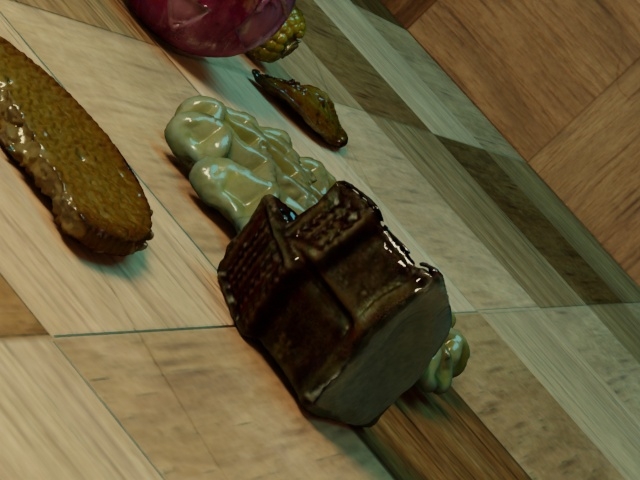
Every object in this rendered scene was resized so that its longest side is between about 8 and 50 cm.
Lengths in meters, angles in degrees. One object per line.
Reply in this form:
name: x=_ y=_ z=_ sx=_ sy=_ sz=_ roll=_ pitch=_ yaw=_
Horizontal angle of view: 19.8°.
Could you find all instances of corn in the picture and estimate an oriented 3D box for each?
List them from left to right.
corn: x=-0.110 y=-0.287 z=1.988 sx=0.231 sy=0.080 sz=0.080 roll=45 pitch=12 yaw=4

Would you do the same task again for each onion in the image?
onion: x=-0.108 y=-0.254 z=1.722 sx=0.177 sy=0.153 sz=0.177 roll=30 pitch=49 yaw=-42

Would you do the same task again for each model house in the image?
model house: x=0.007 y=0.029 z=1.246 sx=0.152 sy=0.165 sz=0.106 roll=50 pitch=30 yaw=22

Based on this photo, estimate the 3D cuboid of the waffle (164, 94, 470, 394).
waffle: x=0.000 y=0.000 z=1.488 sx=0.309 sy=0.056 sz=0.292 roll=53 pitch=14 yaw=24

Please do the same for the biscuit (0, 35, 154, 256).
biscuit: x=-0.165 y=-0.055 z=1.187 sx=0.126 sy=0.025 sz=0.206 roll=30 pitch=22 yaw=-52

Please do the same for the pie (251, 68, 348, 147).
pie: x=-0.005 y=-0.137 z=1.964 sx=0.088 sy=0.033 sz=0.191 roll=55 pitch=14 yaw=19
